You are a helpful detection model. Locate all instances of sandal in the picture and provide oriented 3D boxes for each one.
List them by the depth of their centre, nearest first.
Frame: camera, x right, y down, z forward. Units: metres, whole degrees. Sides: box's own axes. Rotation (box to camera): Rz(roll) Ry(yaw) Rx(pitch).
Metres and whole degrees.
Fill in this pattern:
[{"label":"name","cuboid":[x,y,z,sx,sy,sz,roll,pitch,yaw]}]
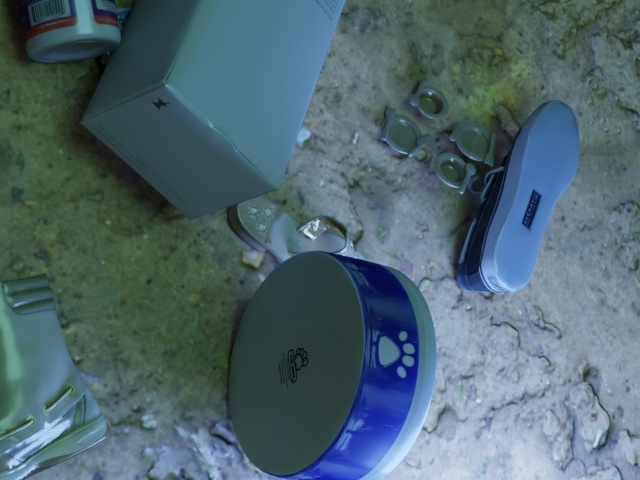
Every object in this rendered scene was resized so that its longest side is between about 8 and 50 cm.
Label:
[{"label":"sandal","cuboid":[-0.001,0.006,1.952,0.240,0.079,0.088,30,60,-32]}]

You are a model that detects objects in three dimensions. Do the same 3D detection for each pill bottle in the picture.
[{"label":"pill bottle","cuboid":[-0.292,-0.305,1.763,0.108,0.108,0.193,-5,82,-42]}]

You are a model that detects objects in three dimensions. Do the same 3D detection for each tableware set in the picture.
[{"label":"tableware set","cuboid":[0.165,-0.143,2.149,0.168,0.020,0.141,37,50,-4]}]

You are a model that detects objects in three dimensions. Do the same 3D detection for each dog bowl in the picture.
[{"label":"dog bowl","cuboid":[0.009,0.148,1.798,0.104,0.265,0.265,15,69,-35]}]

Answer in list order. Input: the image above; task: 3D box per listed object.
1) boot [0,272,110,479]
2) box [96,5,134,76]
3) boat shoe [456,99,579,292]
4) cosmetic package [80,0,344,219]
[{"label":"boot","cuboid":[-0.350,0.152,1.598,0.262,0.095,0.203,-21,93,-44]},{"label":"box","cuboid":[-0.218,-0.208,1.855,0.094,0.027,0.137,-15,88,-43]},{"label":"boat shoe","cuboid":[0.271,-0.061,2.193,0.113,0.105,0.306,34,65,-35]},{"label":"cosmetic package","cuboid":[-0.111,-0.232,1.837,0.197,0.155,0.365,45,48,-30]}]
